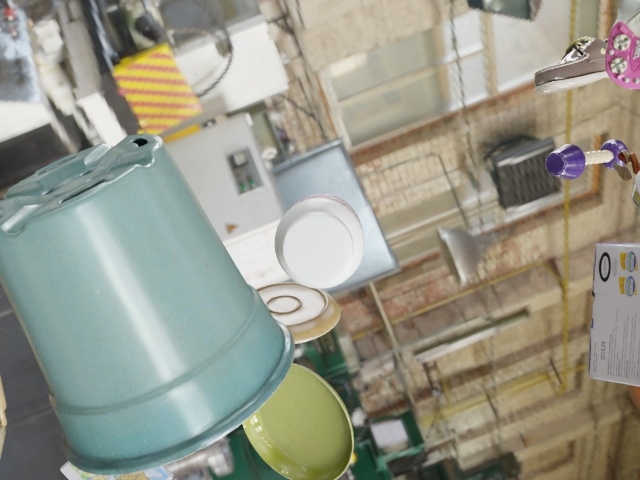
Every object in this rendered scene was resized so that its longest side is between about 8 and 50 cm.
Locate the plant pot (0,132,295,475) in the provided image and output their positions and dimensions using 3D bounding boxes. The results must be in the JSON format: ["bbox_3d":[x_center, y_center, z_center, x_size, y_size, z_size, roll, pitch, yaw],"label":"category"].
[{"bbox_3d":[-0.253,0.063,1.221,0.341,0.341,0.334,-114,180,-69],"label":"plant pot"}]

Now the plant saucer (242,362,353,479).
[{"bbox_3d":[-0.038,0.317,1.661,0.037,0.241,0.241,-30,100,-53],"label":"plant saucer"}]

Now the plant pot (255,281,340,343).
[{"bbox_3d":[-0.076,0.144,1.970,0.236,0.236,0.032,-113,-163,-63],"label":"plant pot"}]

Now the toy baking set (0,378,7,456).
[{"bbox_3d":[-0.578,0.323,1.601,0.197,0.030,0.256,-86,178,-54],"label":"toy baking set"}]

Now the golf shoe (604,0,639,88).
[{"bbox_3d":[0.532,-0.403,1.513,0.140,0.115,0.306,-40,145,-63],"label":"golf shoe"}]

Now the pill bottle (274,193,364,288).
[{"bbox_3d":[0.000,0.000,1.783,0.301,0.169,0.169,-78,146,-84],"label":"pill bottle"}]

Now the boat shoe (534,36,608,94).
[{"bbox_3d":[0.569,-0.380,1.973,0.116,0.324,0.097,-6,-79,65],"label":"boat shoe"}]

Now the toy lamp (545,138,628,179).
[{"bbox_3d":[0.583,-0.178,2.058,0.080,0.274,0.080,11,-74,43],"label":"toy lamp"}]

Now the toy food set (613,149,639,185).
[{"bbox_3d":[0.645,-0.144,1.922,0.078,0.019,0.122,88,-19,-44],"label":"toy food set"}]

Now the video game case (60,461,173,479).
[{"bbox_3d":[-0.508,0.578,2.342,0.193,0.212,0.023,50,11,-9],"label":"video game case"}]

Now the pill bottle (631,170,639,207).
[{"bbox_3d":[0.625,-0.103,1.776,0.116,0.065,0.065,46,21,-70],"label":"pill bottle"}]

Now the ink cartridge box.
[{"bbox_3d":[0.659,0.141,1.760,0.395,0.151,0.270,3,-90,50],"label":"ink cartridge box"}]
